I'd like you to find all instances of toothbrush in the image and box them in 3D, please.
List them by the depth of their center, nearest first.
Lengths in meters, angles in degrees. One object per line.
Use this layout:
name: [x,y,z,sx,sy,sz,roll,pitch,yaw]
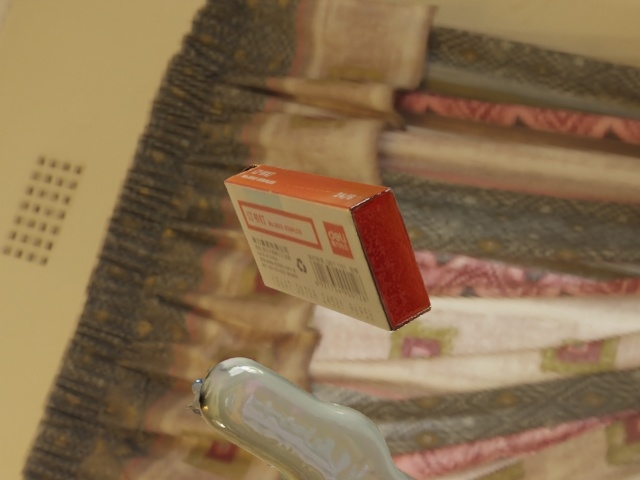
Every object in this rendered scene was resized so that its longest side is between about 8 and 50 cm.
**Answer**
toothbrush: [0.135,0.153,0.404,0.042,0.418,0.040,-61,12,-16]

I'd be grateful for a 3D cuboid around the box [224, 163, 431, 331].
box: [-0.001,0.000,1.043,0.050,0.229,0.122,-30,-67,-25]
